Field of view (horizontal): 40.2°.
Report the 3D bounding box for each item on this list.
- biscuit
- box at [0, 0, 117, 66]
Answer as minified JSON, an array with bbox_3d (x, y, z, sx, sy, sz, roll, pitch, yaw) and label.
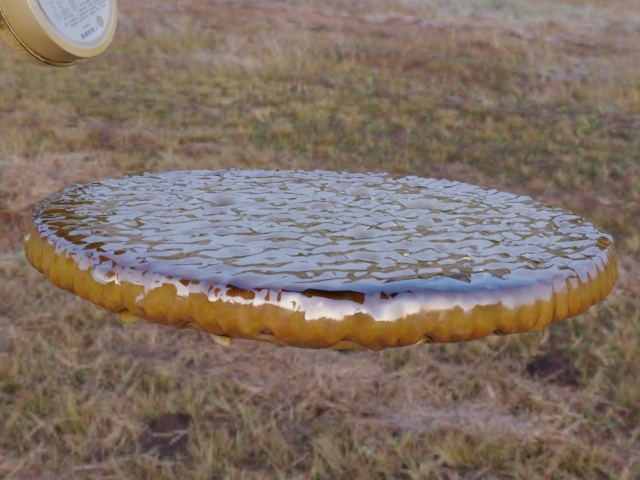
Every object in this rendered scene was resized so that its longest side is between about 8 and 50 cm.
[{"bbox_3d":[0.000,0.000,0.461,0.305,0.038,0.305,3,13,-1],"label":"biscuit"},{"bbox_3d":[-0.182,-0.171,0.591,0.037,0.105,0.105,-7,13,24],"label":"box"}]
